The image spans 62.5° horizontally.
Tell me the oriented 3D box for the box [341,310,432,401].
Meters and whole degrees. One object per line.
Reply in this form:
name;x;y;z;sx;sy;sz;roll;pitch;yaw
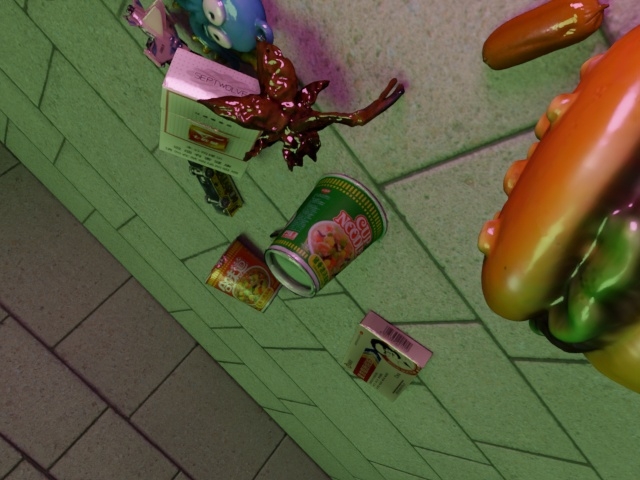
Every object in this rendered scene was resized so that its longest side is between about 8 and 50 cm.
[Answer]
box;0.189;0.365;1.614;0.214;0.069;0.353;34;148;14

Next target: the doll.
doll;-0.214;-0.455;0.958;0.341;0.099;0.346;34;153;14

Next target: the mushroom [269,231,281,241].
mushroom;-0.089;-0.005;1.471;0.187;0.061;0.060;15;129;57

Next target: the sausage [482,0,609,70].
sausage;0.276;-0.267;0.680;0.183;0.054;0.062;-3;101;54

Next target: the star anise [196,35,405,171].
star anise;-0.029;-0.237;0.913;0.346;0.148;0.237;-1;101;8

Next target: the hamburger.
hamburger;0.346;-0.039;0.571;0.277;0.396;0.395;32;149;17

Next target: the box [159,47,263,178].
box;-0.228;-0.253;1.126;0.210;0.095;0.330;19;163;-14

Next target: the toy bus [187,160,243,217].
toy bus;-0.300;-0.169;1.467;0.081;0.074;0.226;12;139;39

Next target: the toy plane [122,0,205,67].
toy plane;-0.300;-0.390;1.110;0.088;0.192;0.262;-24;133;22

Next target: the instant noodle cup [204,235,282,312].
instant noodle cup;-0.234;0.122;1.692;0.212;0.193;0.193;35;151;-3

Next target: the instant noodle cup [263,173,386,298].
instant noodle cup;0.000;0.000;1.176;0.207;0.232;0.207;30;150;20
